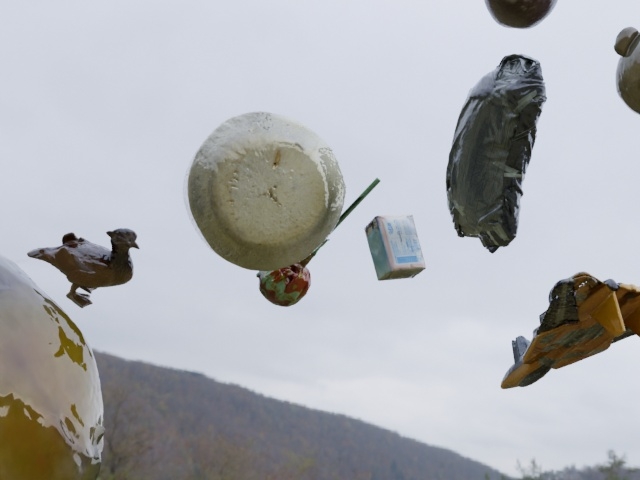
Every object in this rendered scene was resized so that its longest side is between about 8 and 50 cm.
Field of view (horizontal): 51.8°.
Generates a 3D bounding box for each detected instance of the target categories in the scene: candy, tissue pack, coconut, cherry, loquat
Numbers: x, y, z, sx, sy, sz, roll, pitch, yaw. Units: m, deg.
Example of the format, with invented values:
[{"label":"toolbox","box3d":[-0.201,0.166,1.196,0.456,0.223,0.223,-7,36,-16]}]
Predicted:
[{"label":"candy","box3d":[-0.001,-0.001,1.108,0.084,0.078,0.287,30,-69,-33]},{"label":"tissue pack","box3d":[0.116,0.012,1.018,0.074,0.094,0.059,-2,-22,-26]},{"label":"coconut","box3d":[-0.090,-0.074,1.010,0.238,0.237,0.266,17,-4,-15]},{"label":"cherry","box3d":[0.509,-0.646,1.665,0.266,0.213,0.184,-1,10,-36]},{"label":"loquat","box3d":[-0.248,0.107,0.457,0.179,0.179,0.227,-11,-72,45]}]

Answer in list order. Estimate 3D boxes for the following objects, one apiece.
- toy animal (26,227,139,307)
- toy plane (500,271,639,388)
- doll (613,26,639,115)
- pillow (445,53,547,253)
[{"label":"toy animal","box3d":[-0.433,0.029,1.213,0.188,0.089,0.179,23,-61,-22]},{"label":"toy plane","box3d":[0.351,0.140,0.962,0.204,0.102,0.316,12,-30,-15]},{"label":"doll","box3d":[0.741,-0.349,1.290,0.330,0.234,0.174,-23,4,-7]},{"label":"pillow","box3d":[0.298,-0.148,1.126,0.093,0.334,0.162,-8,24,-38]}]
